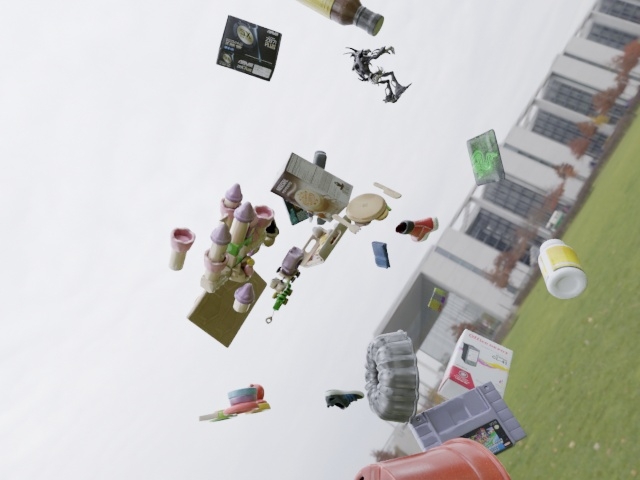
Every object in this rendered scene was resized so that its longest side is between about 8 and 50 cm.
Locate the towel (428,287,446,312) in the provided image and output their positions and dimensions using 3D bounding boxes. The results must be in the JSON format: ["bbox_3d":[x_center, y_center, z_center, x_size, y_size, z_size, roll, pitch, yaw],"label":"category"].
[{"bbox_3d":[0.454,0.232,1.951,0.083,0.060,0.009,-68,17,-10],"label":"towel"}]

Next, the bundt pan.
[{"bbox_3d":[0.237,0.483,1.783,0.331,0.124,0.330,-178,90,-81],"label":"bundt pan"}]

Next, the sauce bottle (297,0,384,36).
[{"bbox_3d":[0.050,-0.785,1.657,0.111,0.345,0.111,-55,-9,-12],"label":"sauce bottle"}]

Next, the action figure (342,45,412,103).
[{"bbox_3d":[0.219,-0.656,1.921,0.141,0.275,0.164,-44,0,-18],"label":"action figure"}]

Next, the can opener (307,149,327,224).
[{"bbox_3d":[0.002,-0.194,1.896,0.076,0.095,0.283,-98,18,-66],"label":"can opener"}]

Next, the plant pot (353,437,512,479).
[{"bbox_3d":[0.219,0.564,1.043,0.265,0.272,0.272,9,-66,-31],"label":"plant pot"}]

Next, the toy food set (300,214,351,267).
[{"bbox_3d":[0.000,0.000,2.225,0.219,0.092,0.306,-55,12,-19],"label":"toy food set"}]

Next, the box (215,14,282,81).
[{"bbox_3d":[-0.224,-0.605,1.584,0.077,0.180,0.147,132,150,-60],"label":"box"}]

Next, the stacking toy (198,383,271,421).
[{"bbox_3d":[-0.387,0.714,2.239,0.280,0.130,0.309,-14,-22,2],"label":"stacking toy"}]

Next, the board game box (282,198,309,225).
[{"bbox_3d":[-0.107,-0.175,2.317,0.126,0.026,0.186,-27,-65,-18],"label":"board game box"}]

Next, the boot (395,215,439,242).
[{"bbox_3d":[0.403,-0.045,2.252,0.177,0.088,0.244,-7,-15,-10],"label":"boot"}]

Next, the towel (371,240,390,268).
[{"bbox_3d":[0.241,0.057,1.999,0.029,0.067,0.119,-41,-51,-35],"label":"towel"}]

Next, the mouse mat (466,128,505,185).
[{"bbox_3d":[0.498,-0.247,1.524,0.007,0.152,0.190,-14,1,-7],"label":"mouse mat"}]

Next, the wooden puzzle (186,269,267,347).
[{"bbox_3d":[-0.380,0.232,2.028,0.322,0.081,0.347,-59,-31,-19],"label":"wooden puzzle"}]

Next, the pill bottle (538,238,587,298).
[{"bbox_3d":[0.677,0.073,1.417,0.184,0.103,0.103,-71,-2,-57],"label":"pill bottle"}]

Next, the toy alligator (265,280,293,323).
[{"bbox_3d":[-0.141,0.208,1.773,0.051,0.056,0.189,-44,17,57],"label":"toy alligator"}]

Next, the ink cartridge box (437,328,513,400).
[{"bbox_3d":[0.635,0.539,2.043,0.306,0.226,0.131,-50,-20,-48],"label":"ink cartridge box"}]

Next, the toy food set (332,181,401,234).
[{"bbox_3d":[0.139,-0.090,1.494,0.192,0.132,0.038,-38,-44,-16],"label":"toy food set"}]

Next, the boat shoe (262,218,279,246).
[{"bbox_3d":[-0.250,-0.044,2.384,0.109,0.098,0.302,-41,-24,-22],"label":"boat shoe"}]

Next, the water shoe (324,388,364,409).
[{"bbox_3d":[0.101,0.683,2.143,0.203,0.080,0.073,13,-31,-31],"label":"water shoe"}]

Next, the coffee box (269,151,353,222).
[{"bbox_3d":[-0.031,-0.179,1.730,0.141,0.247,0.098,-45,22,53],"label":"coffee box"}]

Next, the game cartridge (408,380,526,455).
[{"bbox_3d":[0.515,0.664,1.763,0.355,0.230,0.068,-19,-39,-16],"label":"game cartridge"}]

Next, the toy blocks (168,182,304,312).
[{"bbox_3d":[-0.203,-0.008,1.368,0.288,0.309,0.260,-45,-16,-51],"label":"toy blocks"}]
